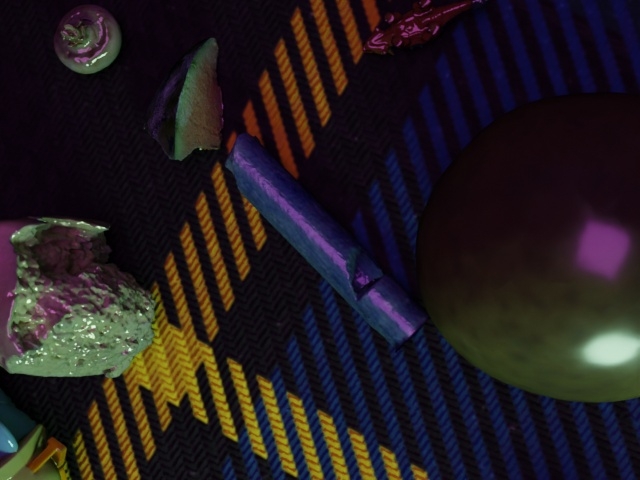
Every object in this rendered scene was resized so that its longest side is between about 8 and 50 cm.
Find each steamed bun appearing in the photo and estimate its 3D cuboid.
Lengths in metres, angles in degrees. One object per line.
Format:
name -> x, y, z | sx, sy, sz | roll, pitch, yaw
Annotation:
steamed bun -> -0.294, 0.054, 0.935 | 0.200, 0.225, 0.170 | 35, 94, 11

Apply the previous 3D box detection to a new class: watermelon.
watermelon -> -0.163, -0.171, 1.012 | 0.101, 0.080, 0.155 | 9, 93, 45

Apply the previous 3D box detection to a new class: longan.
longan -> 0.251, 0.007, 0.816 | 0.319, 0.319, 0.318 | 0, 89, 10

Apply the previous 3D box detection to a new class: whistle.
whistle -> 0.000, 0.000, 0.969 | 0.062, 0.062, 0.304 | -45, 82, 6

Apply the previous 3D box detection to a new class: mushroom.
mushroom -> -0.286, -0.246, 1.015 | 0.085, 0.079, 0.085 | -2, 83, 12

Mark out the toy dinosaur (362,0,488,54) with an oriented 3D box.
toy dinosaur -> 0.117, -0.245, 0.956 | 0.154, 0.055, 0.049 | -19, 83, 17

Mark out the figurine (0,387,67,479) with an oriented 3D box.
figurine -> -0.419, 0.235, 0.993 | 0.262, 0.154, 0.180 | 38, 106, 5
